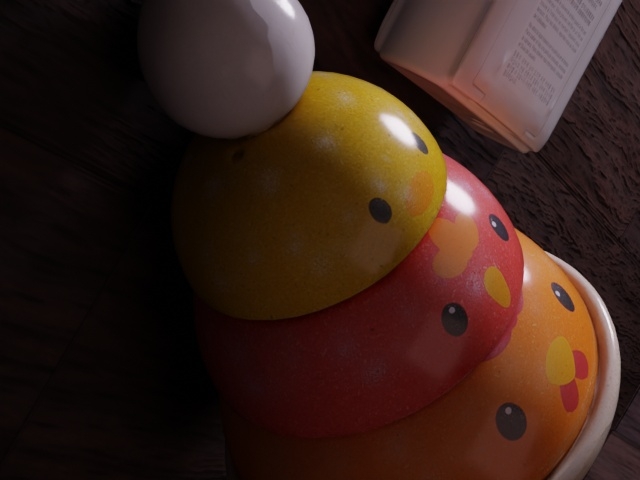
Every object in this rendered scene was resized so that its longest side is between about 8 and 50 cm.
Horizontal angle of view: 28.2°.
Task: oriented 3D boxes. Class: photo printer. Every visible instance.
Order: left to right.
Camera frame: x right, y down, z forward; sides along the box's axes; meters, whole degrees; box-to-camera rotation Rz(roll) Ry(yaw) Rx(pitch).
[{"bbox_3d":[0.194,-0.253,1.141,0.307,0.107,0.256,-62,150,4],"label":"photo printer"}]

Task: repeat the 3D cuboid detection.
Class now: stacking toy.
[{"bbox_3d":[0.000,0.000,0.949,0.350,0.350,0.480,-48,132,-20],"label":"stacking toy"}]
